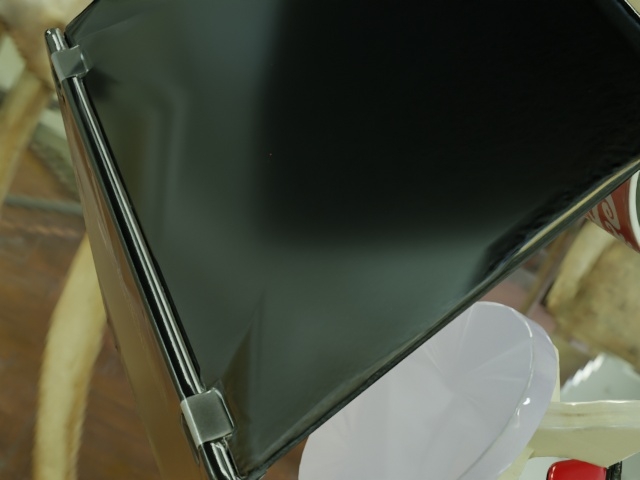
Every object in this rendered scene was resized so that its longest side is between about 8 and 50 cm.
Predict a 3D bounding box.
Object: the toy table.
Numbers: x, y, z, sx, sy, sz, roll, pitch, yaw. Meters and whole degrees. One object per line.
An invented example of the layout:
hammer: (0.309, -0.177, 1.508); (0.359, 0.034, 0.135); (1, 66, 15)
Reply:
toy table: (0.129, 0.168, 1.178); (0.161, 0.274, 0.252); (28, 59, -27)

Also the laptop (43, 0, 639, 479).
laptop: (0.000, 0.000, 0.835); (0.236, 0.408, 0.382); (-15, 45, -12)

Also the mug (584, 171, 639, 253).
mug: (0.210, -0.041, 0.876); (0.150, 0.113, 0.169); (26, 6, -22)

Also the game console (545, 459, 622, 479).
game console: (0.227, 0.261, 1.339); (0.085, 0.144, 0.124); (3, 5, -9)
